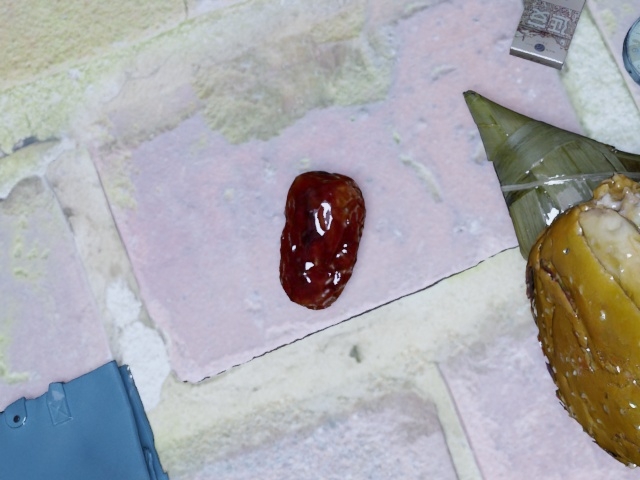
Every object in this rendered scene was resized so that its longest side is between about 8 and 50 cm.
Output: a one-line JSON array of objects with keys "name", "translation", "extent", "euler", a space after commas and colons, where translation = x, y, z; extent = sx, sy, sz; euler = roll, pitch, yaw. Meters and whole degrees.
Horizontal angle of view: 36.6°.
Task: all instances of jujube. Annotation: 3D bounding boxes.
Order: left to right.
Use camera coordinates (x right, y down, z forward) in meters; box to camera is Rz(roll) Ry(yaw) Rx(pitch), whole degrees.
[{"name": "jujube", "translation": [0.000, 0.000, 0.896], "extent": [0.077, 0.077, 0.129], "euler": [9, 90, 9]}]

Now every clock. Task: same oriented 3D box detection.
[{"name": "clock", "translation": [0.326, -0.178, 0.902], "extent": [0.085, 0.017, 0.085], "euler": [-1, 81, 8]}]

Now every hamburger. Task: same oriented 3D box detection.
[{"name": "hamburger", "translation": [0.292, 0.065, 0.756], "extent": [0.211, 0.261, 0.245], "euler": [-16, 59, -4]}]

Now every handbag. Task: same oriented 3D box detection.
[{"name": "handbag", "translation": [-0.265, 0.217, 0.916], "extent": [0.221, 0.057, 0.144], "euler": [-26, 72, 5]}]

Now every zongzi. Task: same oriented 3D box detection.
[{"name": "zongzi", "translation": [0.232, -0.079, 0.875], "extent": [0.160, 0.078, 0.176], "euler": [-18, 76, -1]}]

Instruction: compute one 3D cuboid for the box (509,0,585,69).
[{"name": "box", "translation": [0.218, -0.210, 0.920], "extent": [0.053, 0.024, 0.083], "euler": [18, 83, 11]}]
